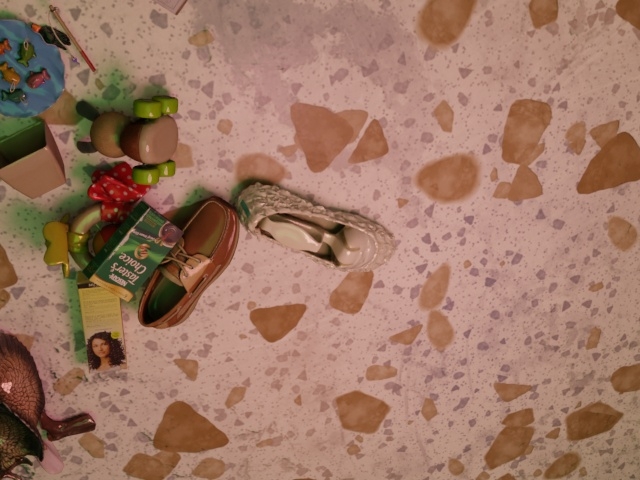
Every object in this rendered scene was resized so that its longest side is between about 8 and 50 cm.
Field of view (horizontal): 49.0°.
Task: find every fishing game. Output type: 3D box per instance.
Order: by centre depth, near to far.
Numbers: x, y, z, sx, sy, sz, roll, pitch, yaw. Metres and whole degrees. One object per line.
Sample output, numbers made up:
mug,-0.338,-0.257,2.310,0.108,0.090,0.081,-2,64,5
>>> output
fishing game,-0.559,-0.309,1.274,0.264,0.041,0.189,-26,122,4

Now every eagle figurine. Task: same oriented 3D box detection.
eagle figurine,-0.650,0.379,1.469,0.226,0.225,0.298,28,110,14

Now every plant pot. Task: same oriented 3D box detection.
plant pot,-0.543,-0.145,1.334,0.109,0.109,0.096,-27,132,-2

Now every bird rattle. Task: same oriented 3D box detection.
bird rattle,-0.434,-0.023,1.422,0.253,0.143,0.207,-42,120,-9

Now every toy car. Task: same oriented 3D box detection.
toy car,-0.383,-0.205,1.357,0.188,0.149,0.155,9,108,10

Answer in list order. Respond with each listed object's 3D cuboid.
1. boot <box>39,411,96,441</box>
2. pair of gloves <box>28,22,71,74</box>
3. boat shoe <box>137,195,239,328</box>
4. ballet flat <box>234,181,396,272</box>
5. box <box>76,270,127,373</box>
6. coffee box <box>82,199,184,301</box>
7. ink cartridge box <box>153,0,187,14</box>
boot,-0.586,0.418,1.633,0.114,0.037,0.106,-13,131,-6
pair of gloves,-0.503,-0.351,1.294,0.074,0.010,0.083,17,108,-20
boat shoe,-0.280,0.060,1.475,0.122,0.120,0.324,33,106,12
ballet flat,0.000,0.000,1.546,0.409,0.147,0.147,18,109,-24
box,-0.475,0.177,1.536,0.087,0.058,0.232,-6,116,-14
coffee box,-0.368,0.024,1.393,0.184,0.040,0.113,-50,138,-5
ink cartridge box,-0.318,-0.567,1.147,0.309,0.272,0.130,27,136,-25
